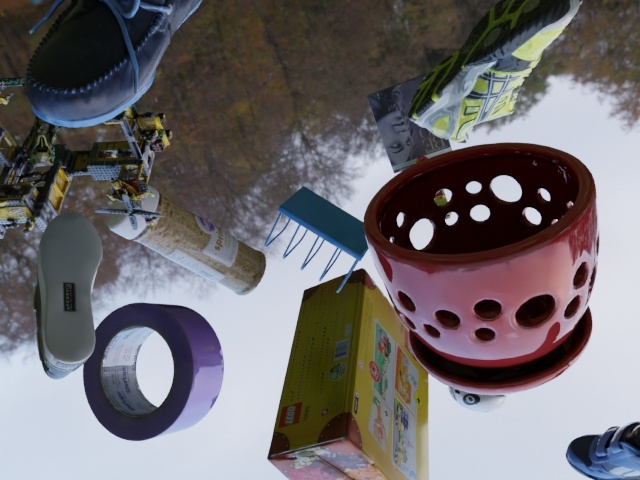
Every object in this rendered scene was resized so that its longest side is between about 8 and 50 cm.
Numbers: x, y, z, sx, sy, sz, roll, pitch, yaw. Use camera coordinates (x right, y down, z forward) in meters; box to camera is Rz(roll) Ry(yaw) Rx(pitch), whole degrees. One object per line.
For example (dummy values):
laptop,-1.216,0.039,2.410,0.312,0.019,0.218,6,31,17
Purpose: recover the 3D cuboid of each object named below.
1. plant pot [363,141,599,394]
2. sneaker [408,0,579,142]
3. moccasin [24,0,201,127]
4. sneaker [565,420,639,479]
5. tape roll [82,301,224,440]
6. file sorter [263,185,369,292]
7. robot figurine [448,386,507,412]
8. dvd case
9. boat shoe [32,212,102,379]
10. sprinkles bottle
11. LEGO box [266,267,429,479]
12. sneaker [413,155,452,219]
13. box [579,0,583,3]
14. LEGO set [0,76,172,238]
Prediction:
plant pot,0.152,0.029,0.540,0.191,0.174,0.191,-17,-151,10
sneaker,0.333,-0.324,1.128,0.385,0.147,0.145,-36,-150,54
moccasin,-0.227,-0.268,0.664,0.138,0.116,0.341,15,-129,-3
sneaker,0.296,0.197,0.569,0.053,0.059,0.144,-42,-166,-34
tape roll,-0.239,0.184,0.858,0.189,0.188,0.080,-7,169,21
file sorter,0.000,0.000,1.110,0.170,0.104,0.118,31,-150,6
robot figurine,0.458,0.342,1.693,0.174,0.278,0.209,14,175,10
dvd case,0.235,-0.301,1.568,0.165,0.221,0.018,-17,-160,15
boat shoe,-0.330,0.067,0.767,0.070,0.078,0.219,-41,-133,40
sprinkles bottle,-0.287,0.002,1.336,0.121,0.355,0.121,-30,-137,33
LEGO box,0.097,0.376,1.432,0.193,0.372,0.500,-22,-149,25
sneaker,0.274,-0.135,1.513,0.082,0.094,0.208,-7,-135,-17
box,0.491,-0.591,1.296,0.165,0.143,0.270,25,-163,3
LEGO set,-0.408,-0.118,0.909,0.332,0.254,0.192,2,-127,-3
